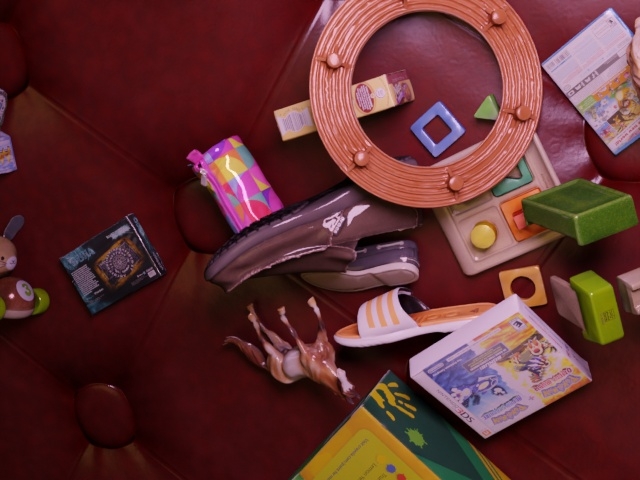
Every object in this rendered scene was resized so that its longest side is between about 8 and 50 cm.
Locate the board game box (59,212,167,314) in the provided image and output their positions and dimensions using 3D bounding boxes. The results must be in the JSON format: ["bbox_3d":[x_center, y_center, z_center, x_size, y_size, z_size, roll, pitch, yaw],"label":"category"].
[{"bbox_3d":[-0.383,0.045,1.570,0.186,0.026,0.126,-28,93,26],"label":"board game box"}]

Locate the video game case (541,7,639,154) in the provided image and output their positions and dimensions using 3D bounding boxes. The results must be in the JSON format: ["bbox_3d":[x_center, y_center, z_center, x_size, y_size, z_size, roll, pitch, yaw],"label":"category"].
[{"bbox_3d":[0.407,-0.220,1.183,0.119,0.015,0.166,-40,87,25],"label":"video game case"}]

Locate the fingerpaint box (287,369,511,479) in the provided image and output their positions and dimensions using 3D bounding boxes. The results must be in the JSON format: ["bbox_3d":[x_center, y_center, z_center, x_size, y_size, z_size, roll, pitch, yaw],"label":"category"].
[{"bbox_3d":[0.102,0.505,1.425,0.371,0.163,0.445,41,116,8],"label":"fingerpaint box"}]

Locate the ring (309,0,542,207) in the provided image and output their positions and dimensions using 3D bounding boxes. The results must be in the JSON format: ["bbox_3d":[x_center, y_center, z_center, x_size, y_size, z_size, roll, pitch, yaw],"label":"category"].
[{"bbox_3d":[0.152,-0.212,1.189,0.337,0.032,0.336,0,93,-6],"label":"ring"}]

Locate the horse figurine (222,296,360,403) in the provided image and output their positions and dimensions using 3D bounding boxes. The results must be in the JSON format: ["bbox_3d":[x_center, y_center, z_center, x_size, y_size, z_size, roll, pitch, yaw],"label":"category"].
[{"bbox_3d":[-0.049,0.184,1.425,0.263,0.066,0.174,-11,110,47],"label":"horse figurine"}]

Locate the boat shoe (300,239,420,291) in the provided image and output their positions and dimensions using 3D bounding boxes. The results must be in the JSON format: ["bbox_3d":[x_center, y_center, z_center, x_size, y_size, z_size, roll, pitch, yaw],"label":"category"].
[{"bbox_3d":[0.065,0.038,1.380,0.206,0.075,0.065,-6,59,29],"label":"boat shoe"}]

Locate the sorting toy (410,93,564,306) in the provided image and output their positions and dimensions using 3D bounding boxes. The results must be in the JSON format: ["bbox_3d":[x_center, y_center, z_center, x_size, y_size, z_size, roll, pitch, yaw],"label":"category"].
[{"bbox_3d":[0.260,-0.055,1.270,0.196,0.047,0.347,-25,94,26],"label":"sorting toy"}]

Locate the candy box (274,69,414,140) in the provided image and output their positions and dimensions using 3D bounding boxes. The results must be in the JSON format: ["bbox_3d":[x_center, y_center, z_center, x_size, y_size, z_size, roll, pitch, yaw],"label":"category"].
[{"bbox_3d":[0.037,-0.203,1.285,0.187,0.109,0.053,-16,97,26],"label":"candy box"}]

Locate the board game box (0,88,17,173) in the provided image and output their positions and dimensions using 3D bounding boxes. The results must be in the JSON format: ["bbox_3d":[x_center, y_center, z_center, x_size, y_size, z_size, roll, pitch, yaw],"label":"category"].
[{"bbox_3d":[-0.645,-0.215,1.586,0.194,0.060,0.194,30,113,11],"label":"board game box"}]

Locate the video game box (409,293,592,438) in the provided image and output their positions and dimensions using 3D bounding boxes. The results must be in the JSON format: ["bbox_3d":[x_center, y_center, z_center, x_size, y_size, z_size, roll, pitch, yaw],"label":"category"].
[{"bbox_3d":[0.272,0.197,1.295,0.205,0.048,0.187,-37,118,26],"label":"video game box"}]

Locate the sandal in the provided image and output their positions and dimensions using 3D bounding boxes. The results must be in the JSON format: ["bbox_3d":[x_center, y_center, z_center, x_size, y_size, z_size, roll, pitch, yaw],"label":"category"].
[{"bbox_3d":[0.146,0.107,1.339,0.265,0.102,0.076,-12,99,16],"label":"sandal"}]

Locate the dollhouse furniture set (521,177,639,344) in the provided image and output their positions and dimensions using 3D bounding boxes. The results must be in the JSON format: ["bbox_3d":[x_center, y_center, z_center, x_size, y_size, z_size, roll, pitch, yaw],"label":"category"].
[{"bbox_3d":[0.466,-0.005,1.182,0.301,0.151,0.197,-20,104,-7],"label":"dollhouse furniture set"}]

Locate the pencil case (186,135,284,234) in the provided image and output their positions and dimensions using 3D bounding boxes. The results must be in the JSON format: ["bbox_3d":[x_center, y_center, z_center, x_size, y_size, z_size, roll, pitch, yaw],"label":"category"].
[{"bbox_3d":[-0.120,-0.057,1.396,0.104,0.104,0.236,-35,91,26],"label":"pencil case"}]

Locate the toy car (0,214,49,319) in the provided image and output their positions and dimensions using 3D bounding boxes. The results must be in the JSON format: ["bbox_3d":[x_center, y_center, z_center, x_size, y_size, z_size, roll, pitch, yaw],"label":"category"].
[{"bbox_3d":[-0.598,0.046,1.599,0.149,0.155,0.188,12,96,19],"label":"toy car"}]

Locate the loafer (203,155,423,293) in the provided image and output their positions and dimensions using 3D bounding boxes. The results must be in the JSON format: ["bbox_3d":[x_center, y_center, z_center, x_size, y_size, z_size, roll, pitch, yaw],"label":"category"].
[{"bbox_3d":[0.000,0.000,1.285,0.366,0.134,0.130,-25,99,1],"label":"loafer"}]

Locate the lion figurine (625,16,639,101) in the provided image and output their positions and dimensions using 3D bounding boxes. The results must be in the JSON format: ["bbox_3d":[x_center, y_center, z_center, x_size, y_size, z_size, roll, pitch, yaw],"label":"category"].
[{"bbox_3d":[0.566,-0.146,1.064,0.392,0.240,0.142,21,142,-4],"label":"lion figurine"}]
